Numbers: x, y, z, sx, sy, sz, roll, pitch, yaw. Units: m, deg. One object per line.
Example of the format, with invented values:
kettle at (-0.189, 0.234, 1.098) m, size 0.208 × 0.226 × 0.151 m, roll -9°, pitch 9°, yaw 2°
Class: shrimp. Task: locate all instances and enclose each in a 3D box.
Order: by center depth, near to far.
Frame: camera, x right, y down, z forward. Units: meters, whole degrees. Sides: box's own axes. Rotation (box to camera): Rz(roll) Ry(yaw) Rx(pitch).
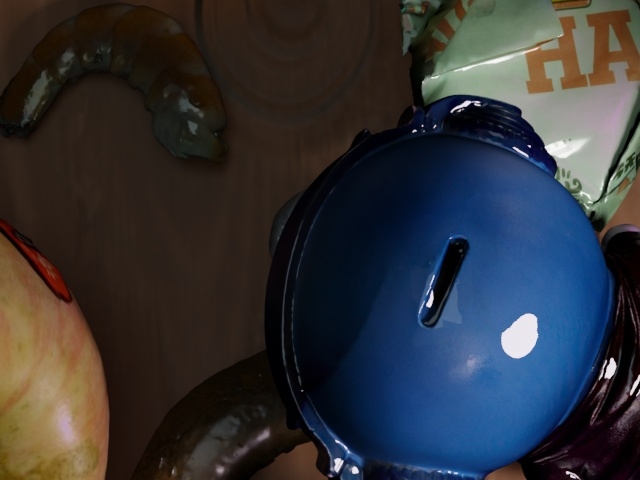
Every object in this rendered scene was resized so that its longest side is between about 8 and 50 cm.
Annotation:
shrimp at (-0.161, -0.099, 1.499) m, size 0.166 × 0.049 × 0.161 m, roll -30°, pitch 78°, yaw 0°

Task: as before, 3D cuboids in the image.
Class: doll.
doll at (0.113, 0.059, 1.310) m, size 0.310 × 0.240 × 0.284 m, roll 23°, pitch 80°, yaw -12°

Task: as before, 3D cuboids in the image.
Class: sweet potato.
sweet potato at (-0.023, 0.131, 1.439) m, size 0.286 × 0.085 × 0.112 m, roll -27°, pitch 100°, yaw -12°

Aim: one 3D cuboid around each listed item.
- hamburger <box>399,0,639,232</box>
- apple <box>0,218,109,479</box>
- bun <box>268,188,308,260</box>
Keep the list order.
hamburger at (0.146, -0.134, 1.446) m, size 0.235 × 0.125 × 0.214 m, roll 22°, pitch 78°, yaw 3°
apple at (-0.350, 0.129, 1.310) m, size 0.347 × 0.391 × 0.391 m, roll 15°, pitch 82°, yaw 28°
bun at (0.000, 0.000, 1.472) m, size 0.083 × 0.045 × 0.083 m, roll -1°, pitch 84°, yaw 5°
